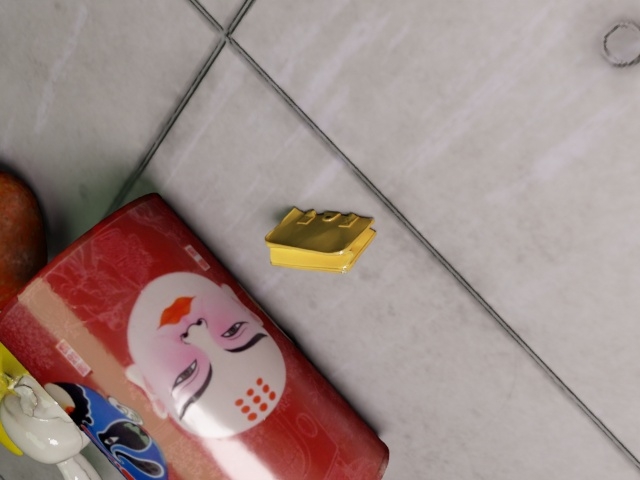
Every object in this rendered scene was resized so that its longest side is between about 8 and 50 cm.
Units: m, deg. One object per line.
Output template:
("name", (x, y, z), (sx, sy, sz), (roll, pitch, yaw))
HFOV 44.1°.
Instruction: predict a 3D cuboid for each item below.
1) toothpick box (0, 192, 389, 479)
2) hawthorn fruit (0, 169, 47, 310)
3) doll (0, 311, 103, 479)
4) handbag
("toothpick box", (-0.118, 0.143, 0.750), (0.333, 0.204, 0.204), (47, 133, -1))
("hawthorn fruit", (-0.371, 0.016, 0.889), (0.163, 0.162, 0.203), (4, 136, 33))
("doll", (-0.354, 0.211, 1.021), (0.252, 0.111, 0.237), (33, 116, 14))
("handbag", (0.000, 0.000, 0.674), (0.083, 0.061, 0.027), (6, 125, 30))
